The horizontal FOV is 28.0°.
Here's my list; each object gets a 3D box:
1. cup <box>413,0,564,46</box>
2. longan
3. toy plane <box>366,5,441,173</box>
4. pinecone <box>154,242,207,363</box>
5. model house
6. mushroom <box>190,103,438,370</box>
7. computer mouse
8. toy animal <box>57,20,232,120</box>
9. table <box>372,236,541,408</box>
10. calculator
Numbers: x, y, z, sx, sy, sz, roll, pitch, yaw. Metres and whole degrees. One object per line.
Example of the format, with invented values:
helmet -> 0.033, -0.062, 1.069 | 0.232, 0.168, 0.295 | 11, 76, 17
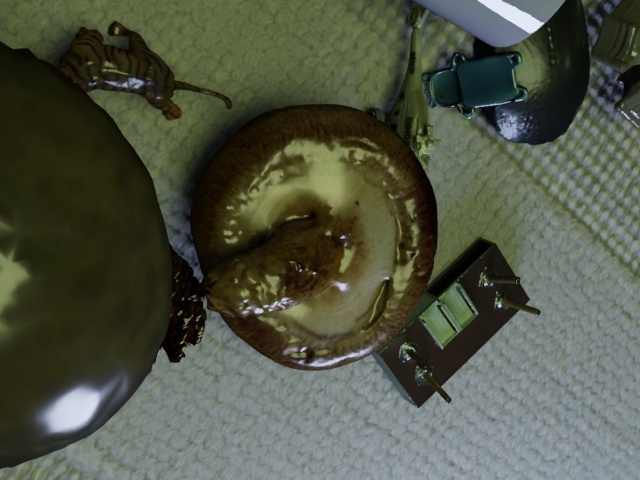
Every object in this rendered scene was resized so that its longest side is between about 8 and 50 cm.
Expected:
cup -> 0.144, -0.416, 1.571 | 0.371, 0.253, 0.253 | 22, 93, -24
longan -> -0.340, 0.026, 1.223 | 0.404, 0.404, 0.436 | -28, 135, -19
toy plane -> 0.123, -0.191, 1.726 | 0.092, 0.108, 0.286 | 5, 90, -28
pinecone -> -0.214, 0.086, 1.591 | 0.163, 0.163, 0.165 | -52, 137, -6
model house -> 0.478, -0.264, 1.867 | 0.229, 0.122, 0.188 | 43, 70, -34
mushroom -> -0.007, -0.010, 1.642 | 0.345, 0.239, 0.345 | -20, 137, -20
computer mouse -> 0.303, -0.276, 1.801 | 0.168, 0.087, 0.295 | -11, 108, -22
toy animal -> -0.212, -0.193, 1.526 | 0.255, 0.116, 0.114 | 3, 105, -30
table -> 0.205, 0.128, 1.854 | 0.240, 0.111, 0.121 | -43, 119, -11
calculator -> 0.212, -0.215, 1.760 | 0.141, 0.019, 0.094 | -8, 105, 16
